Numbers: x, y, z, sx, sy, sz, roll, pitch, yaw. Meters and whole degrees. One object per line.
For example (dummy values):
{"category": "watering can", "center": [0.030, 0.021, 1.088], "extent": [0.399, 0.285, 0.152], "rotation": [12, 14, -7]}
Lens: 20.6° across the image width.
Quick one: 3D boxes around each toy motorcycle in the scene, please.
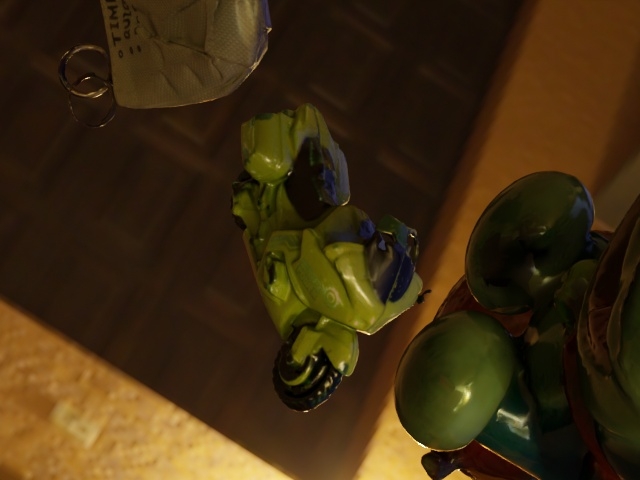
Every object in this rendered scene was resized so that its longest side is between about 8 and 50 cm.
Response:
{"category": "toy motorcycle", "center": [-0.002, -0.001, 1.819], "extent": [0.206, 0.142, 0.342], "rotation": [-34, -134, 19]}

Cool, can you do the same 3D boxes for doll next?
{"category": "doll", "center": [0.178, 0.034, 0.705], "extent": [0.198, 0.186, 0.322], "rotation": [-59, -165, -18]}

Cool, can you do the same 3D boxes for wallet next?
{"category": "wallet", "center": [-0.134, -0.259, 1.472], "extent": [0.275, 0.068, 0.335], "rotation": [7, -76, 51]}

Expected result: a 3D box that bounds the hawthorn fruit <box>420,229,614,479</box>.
{"category": "hawthorn fruit", "center": [0.134, 0.079, 1.043], "extent": [0.188, 0.169, 0.169], "rotation": [-23, 174, -24]}
